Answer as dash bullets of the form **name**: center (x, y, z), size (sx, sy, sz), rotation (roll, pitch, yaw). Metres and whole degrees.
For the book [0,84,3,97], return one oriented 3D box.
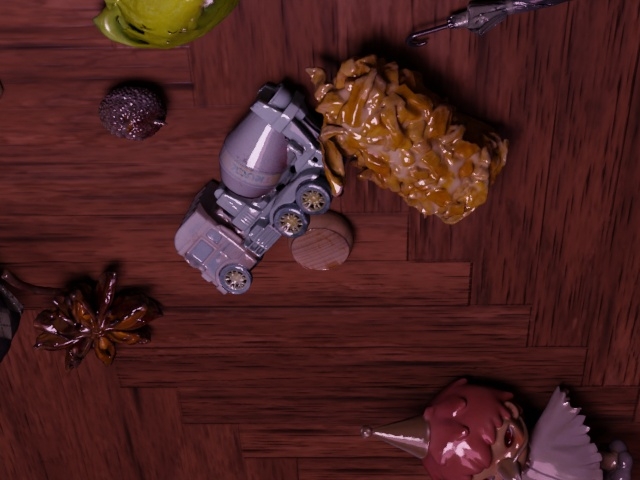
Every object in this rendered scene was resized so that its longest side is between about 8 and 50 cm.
- **book**: center (-0.492, -0.209, 1.365), size (0.230, 0.026, 0.161), rotation (-7, 133, 9)

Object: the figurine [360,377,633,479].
- **figurine**: center (0.248, 0.288, 1.706), size (0.386, 0.166, 0.207), rotation (17, 115, -17)

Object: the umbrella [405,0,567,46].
- **umbrella**: center (0.215, -0.251, 1.289), size (0.269, 0.044, 0.044), rotation (-17, 158, 16)

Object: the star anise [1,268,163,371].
- **star anise**: center (-0.299, 0.087, 1.586), size (0.177, 0.073, 0.234), rotation (-15, 147, -7)

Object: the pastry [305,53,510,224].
- **pastry**: center (0.087, -0.110, 1.366), size (0.250, 0.102, 0.154), rotation (27, 111, -30)

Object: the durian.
- **durian**: center (-0.140, -0.281, 1.239), size (0.139, 0.101, 0.250), rotation (41, 129, 10)

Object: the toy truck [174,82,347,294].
- **toy truck**: center (-0.076, -0.062, 1.437), size (0.140, 0.108, 0.256), rotation (37, 123, -12)

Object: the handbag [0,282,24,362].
- **handbag**: center (-0.620, 0.076, 1.545), size (0.416, 0.180, 0.317), rotation (-12, 135, 22)

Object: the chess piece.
- **chess piece**: center (0.000, 0.000, 1.532), size (0.083, 0.038, 0.084), rotation (0, 132, 0)

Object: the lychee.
- **lychee**: center (-0.211, -0.143, 1.386), size (0.083, 0.068, 0.067), rotation (19, 152, 6)
